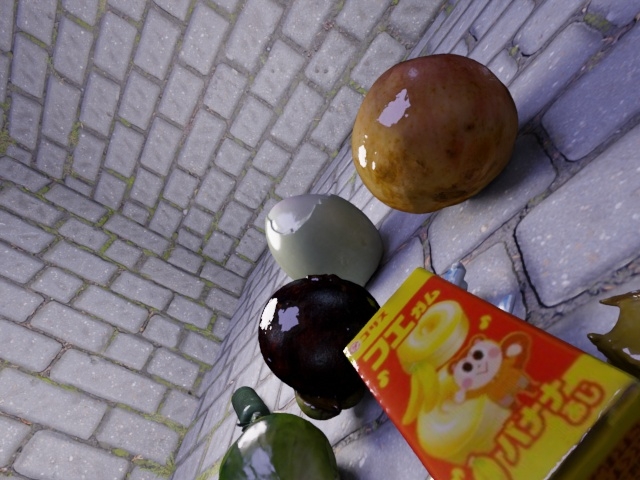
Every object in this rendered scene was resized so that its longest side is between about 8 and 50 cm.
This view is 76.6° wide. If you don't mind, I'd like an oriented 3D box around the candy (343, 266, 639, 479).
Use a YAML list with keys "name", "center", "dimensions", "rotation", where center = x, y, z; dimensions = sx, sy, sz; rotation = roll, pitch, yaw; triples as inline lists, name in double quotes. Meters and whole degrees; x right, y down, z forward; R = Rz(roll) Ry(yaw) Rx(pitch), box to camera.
- name: "candy"
  center: [0.136, 0.131, 0.376]
  dimensions: [0.146, 0.088, 0.276]
  rotation: [-50, 20, -3]

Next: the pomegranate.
- name: "pomegranate"
  center: [0.221, -0.229, 0.837]
  dimensions: [0.338, 0.338, 0.338]
  rotation: [-55, 15, 22]

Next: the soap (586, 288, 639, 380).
- name: "soap"
  center: [0.289, 0.144, 0.172]
  dimensions: [0.304, 0.169, 0.339]
  rotation: [-57, 9, -34]

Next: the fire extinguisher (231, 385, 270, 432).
- name: "fire extinguisher"
  center: [-0.232, 0.556, 1.320]
  dimensions: [0.311, 0.115, 0.095]
  rotation: [163, 106, -68]

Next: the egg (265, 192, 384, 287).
- name: "egg"
  center: [0.000, 0.000, 1.169]
  dimensions: [0.278, 0.336, 0.278]
  rotation: [-55, 9, 12]

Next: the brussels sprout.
- name: "brussels sprout"
  center: [-0.064, 0.447, 0.748]
  dimensions: [0.219, 0.210, 0.271]
  rotation: [-40, 28, -23]

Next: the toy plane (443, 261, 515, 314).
- name: "toy plane"
  center: [0.187, 0.156, 0.613]
  dimensions: [0.266, 0.123, 0.267]
  rotation: [-57, 12, 19]

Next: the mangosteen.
- name: "mangosteen"
  center: [0.005, 0.213, 0.863]
  dimensions: [0.288, 0.288, 0.288]
  rotation: [-55, 15, 22]

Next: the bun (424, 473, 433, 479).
- name: "bun"
  center: [0.173, 0.292, 0.335]
  dimensions: [0.239, 0.141, 0.239]
  rotation: [-43, 20, 20]
